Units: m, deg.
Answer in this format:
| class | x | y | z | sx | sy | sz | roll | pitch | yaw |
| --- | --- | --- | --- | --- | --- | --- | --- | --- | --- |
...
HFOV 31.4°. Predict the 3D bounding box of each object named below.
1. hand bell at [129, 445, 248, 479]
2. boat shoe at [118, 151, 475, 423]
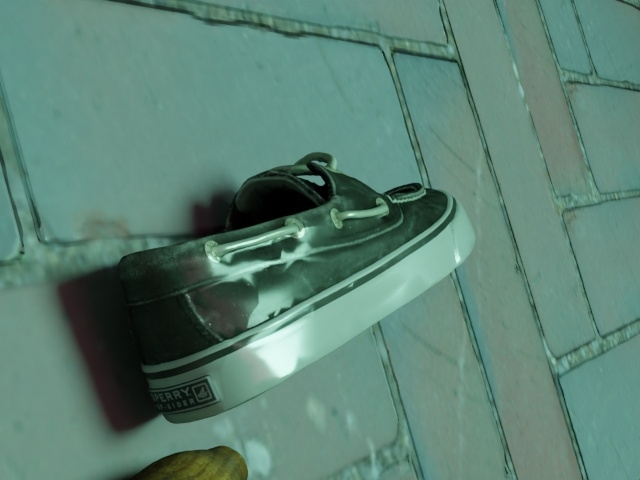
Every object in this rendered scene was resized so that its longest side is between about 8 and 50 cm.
| class | x | y | z | sx | sy | sz | roll | pitch | yaw |
| --- | --- | --- | --- | --- | --- | --- | --- | --- | --- |
| hand bell | -0.068 | 0.101 | 0.305 | 0.126 | 0.126 | 0.242 | 69 | 18 | -4 |
| boat shoe | 0.000 | 0.000 | 0.472 | 0.219 | 0.078 | 0.070 | -30 | 101 | -58 |
